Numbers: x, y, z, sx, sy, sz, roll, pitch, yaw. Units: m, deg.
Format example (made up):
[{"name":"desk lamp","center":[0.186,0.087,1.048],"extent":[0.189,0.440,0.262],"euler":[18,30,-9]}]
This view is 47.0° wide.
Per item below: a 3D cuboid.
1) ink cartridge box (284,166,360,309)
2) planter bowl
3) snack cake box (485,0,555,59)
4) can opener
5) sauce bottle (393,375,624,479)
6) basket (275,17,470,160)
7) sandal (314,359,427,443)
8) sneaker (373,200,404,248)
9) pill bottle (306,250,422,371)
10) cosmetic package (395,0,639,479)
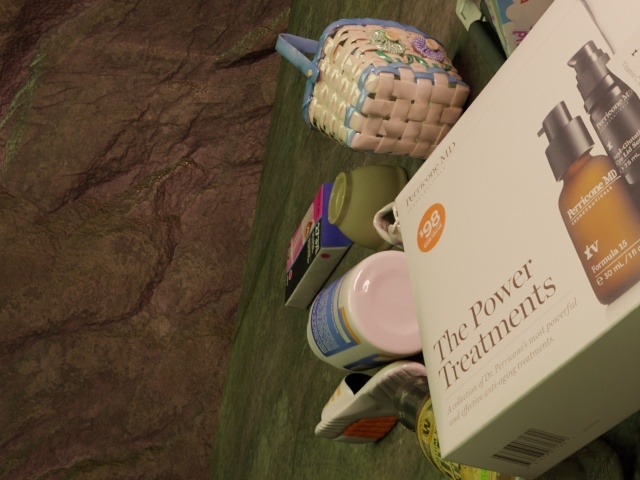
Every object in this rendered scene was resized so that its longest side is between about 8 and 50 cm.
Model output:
[{"name":"ink cartridge box","center":[0.000,0.000,1.683],"extent":[0.371,0.069,0.175],"euler":[125,153,-52]},{"name":"planter bowl","center":[0.078,-0.067,1.333],"extent":[0.162,0.109,0.162],"euler":[-168,90,-75]},{"name":"snack cake box","center":[0.228,-0.326,0.856],"extent":[0.264,0.089,0.152],"euler":[-92,-19,-44]},{"name":"can opener","center":[0.216,-0.307,1.018],"extent":[0.283,0.095,0.076],"euler":[-97,23,-52]},{"name":"sauce bottle","center":[0.167,0.209,0.773],"extent":[0.344,0.111,0.111],"euler":[174,107,-75]},{"name":"basket","center":[0.088,-0.253,1.182],"extent":[0.289,0.255,0.201],"euler":[48,129,49]},{"name":"sandal","center":[0.082,0.233,1.126],"extent":[0.265,0.102,0.076],"euler":[-52,27,43]},{"name":"sneaker","center":[0.146,-0.019,1.064],"extent":[0.258,0.091,0.094],"euler":[162,119,-74]},{"name":"pill bottle","center":[0.069,0.120,1.133],"extent":[0.272,0.152,0.152],"euler":[138,141,-66]},{"name":"cosmetic package","center":[0.205,-0.043,0.537],"extent":[0.377,0.097,0.284],"euler":[-54,26,38]}]
